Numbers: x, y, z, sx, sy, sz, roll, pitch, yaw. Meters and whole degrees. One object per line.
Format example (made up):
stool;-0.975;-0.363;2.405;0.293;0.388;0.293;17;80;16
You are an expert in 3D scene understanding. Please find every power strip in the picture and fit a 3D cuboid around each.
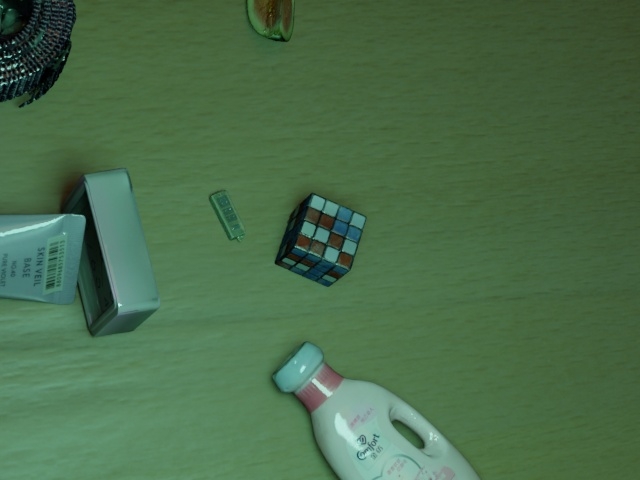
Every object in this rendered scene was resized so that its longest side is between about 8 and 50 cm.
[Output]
power strip;-0.133;-0.035;1.943;0.027;0.017;0.083;-24;81;-24

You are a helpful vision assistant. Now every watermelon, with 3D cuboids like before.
watermelon;-0.080;-0.369;2.046;0.069;0.087;0.163;-4;70;10

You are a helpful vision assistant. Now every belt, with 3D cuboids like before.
belt;-0.502;-0.323;1.841;0.324;0.122;0.260;11;76;-14

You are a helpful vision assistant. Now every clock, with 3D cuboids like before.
clock;-0.285;0.019;1.794;0.063;0.150;0.197;-10;77;-27

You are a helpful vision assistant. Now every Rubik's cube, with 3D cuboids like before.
Rubik's cube;0.000;0.000;1.941;0.092;0.092;0.092;24;66;-13

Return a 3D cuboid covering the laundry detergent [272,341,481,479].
laundry detergent;0.075;0.280;1.882;0.335;0.088;0.159;45;59;-2

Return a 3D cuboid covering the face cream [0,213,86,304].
face cream;-0.452;0.020;1.752;0.273;0.154;0.096;3;34;-16
